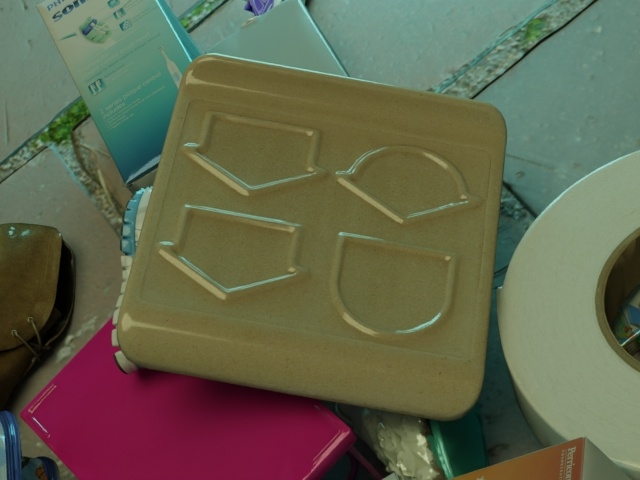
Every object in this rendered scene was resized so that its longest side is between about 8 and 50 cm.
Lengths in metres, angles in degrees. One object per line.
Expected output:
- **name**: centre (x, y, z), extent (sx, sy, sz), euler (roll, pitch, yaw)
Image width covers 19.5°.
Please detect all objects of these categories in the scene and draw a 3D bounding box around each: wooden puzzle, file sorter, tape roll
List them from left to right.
- **file sorter**: centre (-0.097, 0.208, 1.773), extent (0.202, 0.182, 0.290), euler (-46, 52, -6)
- **wooden puzzle**: centre (0.000, 0.000, 1.726), extent (0.322, 0.080, 0.348), euler (10, 53, 0)
- **tape roll**: centre (0.353, 0.068, 1.677), extent (0.392, 0.072, 0.392), euler (-8, 50, 9)

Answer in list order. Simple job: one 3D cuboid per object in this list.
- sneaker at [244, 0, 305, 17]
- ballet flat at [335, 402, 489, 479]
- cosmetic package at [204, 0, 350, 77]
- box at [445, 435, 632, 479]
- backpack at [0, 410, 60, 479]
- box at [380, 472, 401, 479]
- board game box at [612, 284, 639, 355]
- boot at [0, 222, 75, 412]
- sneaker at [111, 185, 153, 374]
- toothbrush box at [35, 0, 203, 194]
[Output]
- **sneaker**: centre (-0.053, -0.290, 2.137), extent (0.071, 0.068, 0.170), euler (-8, 55, 32)
- **ballet flat**: centre (0.074, 0.109, 1.800), extent (0.147, 0.147, 0.409), euler (-17, 48, 14)
- **cosmetic package**: centre (-0.016, -0.137, 2.003), extent (0.127, 0.107, 0.238), euler (-31, 50, 5)
- **box**: centre (0.170, 0.258, 1.549), extent (0.170, 0.091, 0.130), euler (-24, 37, 34)
- **backpack**: centre (-0.358, 0.289, 1.786), extent (0.213, 0.263, 0.277), euler (1, 53, -21)
- **box**: centre (0.052, 0.314, 1.642), extent (0.145, 0.186, 0.038), euler (-30, 22, 4)
- **board game box**: centre (0.271, 0.042, 1.805), extent (0.103, 0.026, 0.154), euler (-36, 52, 1)
- **boot**: centre (-0.339, 0.108, 2.001), extent (0.115, 0.112, 0.305), euler (-1, 57, 12)
- **sneaker**: centre (-0.145, 0.035, 1.753), extent (0.083, 0.071, 0.191), euler (-6, 62, 10)
- **toothbrush box**: centre (-0.162, -0.133, 1.993), extent (0.126, 0.216, 0.295), euler (-32, 53, 3)
